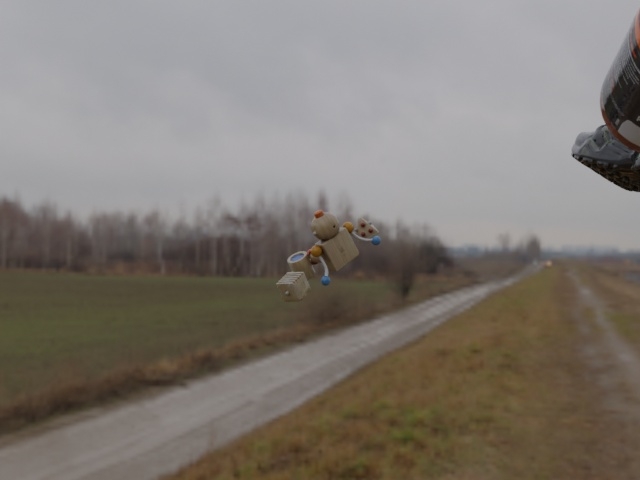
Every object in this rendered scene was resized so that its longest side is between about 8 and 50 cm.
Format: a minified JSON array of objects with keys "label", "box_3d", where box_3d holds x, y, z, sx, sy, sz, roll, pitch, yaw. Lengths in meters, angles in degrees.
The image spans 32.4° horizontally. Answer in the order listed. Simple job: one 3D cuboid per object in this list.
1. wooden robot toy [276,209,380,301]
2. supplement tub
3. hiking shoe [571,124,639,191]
[{"label":"wooden robot toy","box_3d":[0.000,0.000,1.394,0.173,0.079,0.076,-37,27,-27]},{"label":"supplement tub","box_3d":[0.298,-0.152,0.893,0.106,0.106,0.198,1,-20,1]},{"label":"hiking shoe","box_3d":[0.372,-0.120,1.250,0.086,0.114,0.227,30,-3,-18]}]
